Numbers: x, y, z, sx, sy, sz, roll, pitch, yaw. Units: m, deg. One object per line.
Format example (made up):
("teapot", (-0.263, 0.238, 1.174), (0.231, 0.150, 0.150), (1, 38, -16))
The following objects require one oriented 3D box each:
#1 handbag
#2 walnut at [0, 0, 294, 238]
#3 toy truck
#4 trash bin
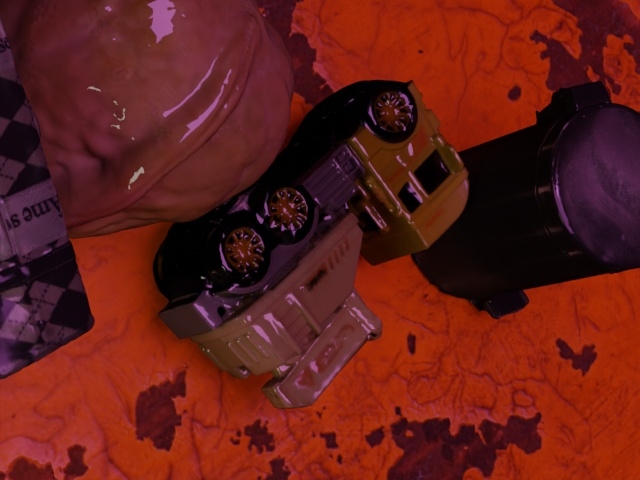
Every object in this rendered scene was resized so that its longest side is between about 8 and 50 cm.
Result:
("handbag", (-0.397, -0.083, 1.676), (0.180, 0.317, 0.416), (-24, 103, -36))
("walnut", (-0.219, -0.167, 1.840), (0.381, 0.381, 0.381), (6, 80, -33))
("toy truck", (0.000, 0.000, 2.071), (0.405, 0.180, 0.254), (-45, 106, -30))
("trash bin", (0.267, -0.043, 2.187), (0.203, 0.301, 0.252), (-16, 89, -34))
